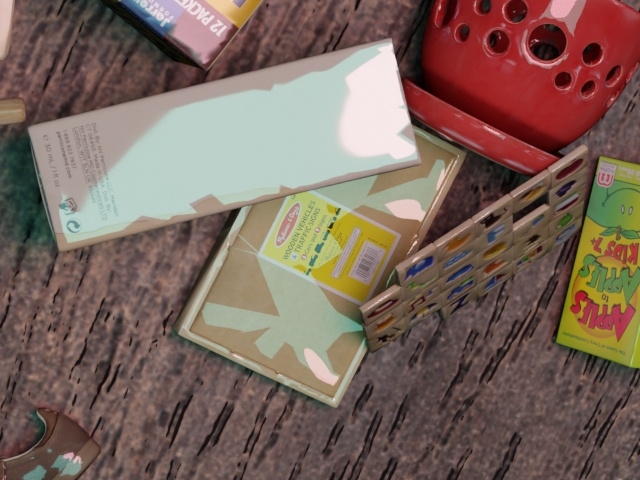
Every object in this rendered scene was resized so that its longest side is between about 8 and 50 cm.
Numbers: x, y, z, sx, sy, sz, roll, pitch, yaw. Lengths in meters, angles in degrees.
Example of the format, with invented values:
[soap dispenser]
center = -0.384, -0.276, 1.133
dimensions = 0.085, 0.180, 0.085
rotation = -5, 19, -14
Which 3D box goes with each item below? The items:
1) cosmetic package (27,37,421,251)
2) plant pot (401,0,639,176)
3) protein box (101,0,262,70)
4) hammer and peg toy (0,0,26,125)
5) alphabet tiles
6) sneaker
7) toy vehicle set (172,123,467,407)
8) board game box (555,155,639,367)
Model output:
[cosmetic package]
center = -0.080, -0.081, 1.662
dimensions = 0.309, 0.160, 0.113
rotation = -13, 93, 0
[plant pot]
center = 0.177, -0.158, 1.724
dimensions = 0.191, 0.191, 0.174
rotation = 23, 100, -14
[protein box]
center = -0.099, -0.265, 1.639
dimensions = 0.136, 0.200, 0.201
rotation = 38, 89, -14
[hammer and peg toy]
center = -0.373, -0.232, 1.624
dimensions = 0.266, 0.127, 0.361
rotation = 4, 96, -15
[alphabet tiles]
center = 0.138, 0.017, 1.742
dimensions = 0.237, 0.198, 0.009
rotation = -32, 70, -7
[sneaker]
center = -0.283, 0.231, 1.745
dimensions = 0.071, 0.066, 0.188
rotation = 44, 81, 3
[toy vehicle set]
center = 0.000, 0.000, 1.780
dimensions = 0.166, 0.035, 0.267
rotation = 27, 91, -14
[board game box]
center = 0.285, 0.020, 1.811
dimensions = 0.043, 0.092, 0.181
rotation = 9, 96, -44
